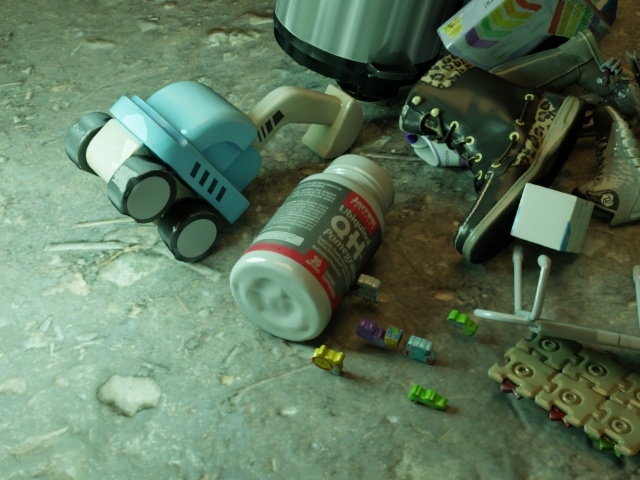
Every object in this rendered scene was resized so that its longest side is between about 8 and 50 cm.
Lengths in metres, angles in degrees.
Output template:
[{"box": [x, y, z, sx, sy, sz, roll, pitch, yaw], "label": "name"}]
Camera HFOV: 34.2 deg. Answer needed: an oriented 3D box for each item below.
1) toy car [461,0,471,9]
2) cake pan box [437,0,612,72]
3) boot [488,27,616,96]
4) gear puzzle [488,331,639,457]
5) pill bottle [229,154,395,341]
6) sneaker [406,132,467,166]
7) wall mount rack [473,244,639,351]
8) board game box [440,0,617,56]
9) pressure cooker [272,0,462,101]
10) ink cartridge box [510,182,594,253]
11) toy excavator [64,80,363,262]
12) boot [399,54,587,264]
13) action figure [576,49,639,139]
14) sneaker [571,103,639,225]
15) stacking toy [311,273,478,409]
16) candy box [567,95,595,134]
[{"box": [0.405, -0.591, 2.155, 0.219, 0.238, 0.210, 3, 43, 11], "label": "toy car"}, {"box": [0.396, -0.403, 2.004, 0.245, 0.267, 0.070, -35, 49, 24], "label": "cake pan box"}, {"box": [0.452, -0.291, 2.010, 0.208, 0.190, 0.076, -29, 12, 3], "label": "boot"}, {"box": [0.422, 0.244, 1.510, 0.339, 0.044, 0.175, 29, 43, 28], "label": "gear puzzle"}, {"box": [0.000, 0.000, 1.725, 0.176, 0.176, 0.318, 16, 47, 23], "label": "pill bottle"}, {"box": [0.239, -0.249, 2.033, 0.161, 0.102, 0.282, -9, 42, 1], "label": "sneaker"}, {"box": [0.412, 0.087, 1.590, 0.350, 0.130, 0.304, 10, 0, 3], "label": "wall mount rack"}, {"box": [0.451, -0.482, 2.273, 0.302, 0.086, 0.308, 20, 48, 27], "label": "board game box"}, {"box": [0.091, -0.504, 2.099, 0.375, 0.420, 0.370, 24, 36, 12], "label": "pressure cooker"}, {"box": [0.391, -0.035, 1.737, 0.090, 0.092, 0.143, 19, 5, 27], "label": "ink cartridge box"}, {"box": [-0.159, -0.181, 1.884, 0.445, 0.433, 0.222, -47, 50, -1], "label": "toy excavator"}, {"box": [0.266, -0.158, 1.839, 0.284, 0.138, 0.377, 29, 70, 21], "label": "boot"}, {"box": [0.521, -0.242, 1.948, 0.285, 0.185, 0.099, -21, 19, 7], "label": "action figure"}, {"box": [0.497, -0.129, 1.842, 0.132, 0.086, 0.229, -20, 69, 0], "label": "sneaker"}, {"box": [0.119, 0.160, 1.627, 0.221, 0.052, 0.167, 20, 56, 15], "label": "stacking toy"}, {"box": [0.441, -0.238, 2.048, 0.205, 0.027, 0.105, -6, 40, -1], "label": "candy box"}]
